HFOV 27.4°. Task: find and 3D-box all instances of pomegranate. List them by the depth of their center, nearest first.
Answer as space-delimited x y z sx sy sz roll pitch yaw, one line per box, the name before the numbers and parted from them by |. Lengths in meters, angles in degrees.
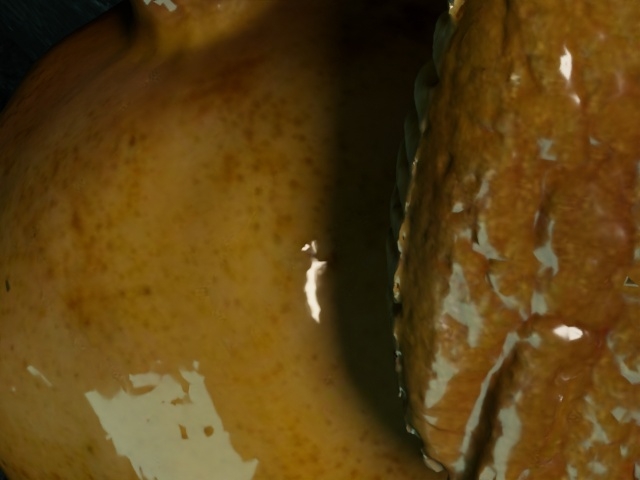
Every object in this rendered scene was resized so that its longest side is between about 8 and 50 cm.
pomegranate | 0.000 0.000 0.727 0.417 0.416 0.416 42 169 10

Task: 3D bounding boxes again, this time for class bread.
bread | 0.134 -0.005 0.446 0.227 0.253 0.142 20 -161 10
